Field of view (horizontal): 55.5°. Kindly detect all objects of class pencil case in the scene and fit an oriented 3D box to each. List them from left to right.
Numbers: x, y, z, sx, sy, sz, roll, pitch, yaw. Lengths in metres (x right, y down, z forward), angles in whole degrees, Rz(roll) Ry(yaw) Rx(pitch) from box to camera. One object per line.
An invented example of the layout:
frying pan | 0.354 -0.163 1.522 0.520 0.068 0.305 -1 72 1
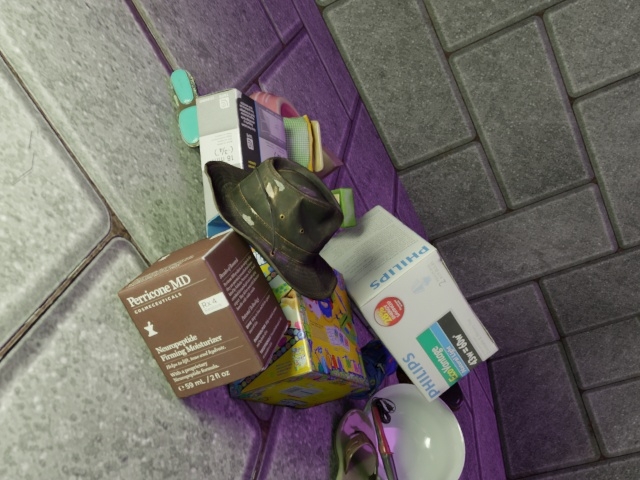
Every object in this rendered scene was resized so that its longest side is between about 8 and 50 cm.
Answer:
pencil case | 0.137 0.350 1.690 0.119 0.133 0.306 65 17 8

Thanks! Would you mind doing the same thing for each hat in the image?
hat | -0.050 -0.059 1.101 0.331 0.134 0.331 45 15 -15

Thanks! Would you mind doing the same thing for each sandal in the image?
sandal | 0.093 0.518 1.402 0.120 0.086 0.302 33 32 -16

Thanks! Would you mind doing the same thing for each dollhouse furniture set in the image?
dollhouse furniture set | -0.048 -0.171 1.498 0.198 0.151 0.301 -7 92 -37

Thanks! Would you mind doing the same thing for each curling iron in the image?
curling iron | 0.172 0.516 1.500 0.035 0.068 0.273 119 -31 -53

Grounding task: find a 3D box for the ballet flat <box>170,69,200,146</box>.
ballet flat | -0.281 -0.284 1.335 0.070 0.070 0.188 22 53 -65

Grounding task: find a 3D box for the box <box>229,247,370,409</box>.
box | -0.055 0.183 1.268 0.290 0.177 0.279 37 36 -57

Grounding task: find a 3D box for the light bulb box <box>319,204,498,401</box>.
light bulb box | 0.211 0.148 1.564 0.358 0.225 0.361 54 -2 -26

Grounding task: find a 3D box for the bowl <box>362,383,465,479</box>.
bowl | 0.218 0.540 1.608 0.298 0.134 0.297 10 56 -15

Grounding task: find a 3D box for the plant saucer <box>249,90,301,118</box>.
plant saucer | -0.100 -0.297 1.814 0.332 0.084 0.332 55 23 -37

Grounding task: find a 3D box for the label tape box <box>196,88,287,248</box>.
label tape box | -0.156 -0.131 1.332 0.241 0.106 0.333 9 74 -69

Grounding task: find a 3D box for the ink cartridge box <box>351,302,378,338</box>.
ink cartridge box | 0.245 0.229 2.016 0.273 0.197 0.114 53 22 -39

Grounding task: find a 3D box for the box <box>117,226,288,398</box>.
box | -0.183 0.114 0.999 0.203 0.169 0.167 64 19 -13

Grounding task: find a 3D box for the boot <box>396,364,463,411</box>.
boot | 0.311 0.501 1.798 0.096 0.264 0.280 -23 123 -33

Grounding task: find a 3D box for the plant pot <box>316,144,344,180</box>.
plant pot | -0.003 -0.258 2.018 0.096 0.109 0.109 56 19 1
